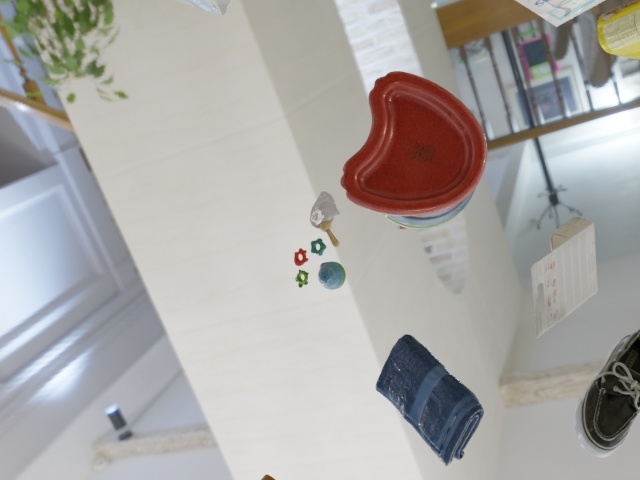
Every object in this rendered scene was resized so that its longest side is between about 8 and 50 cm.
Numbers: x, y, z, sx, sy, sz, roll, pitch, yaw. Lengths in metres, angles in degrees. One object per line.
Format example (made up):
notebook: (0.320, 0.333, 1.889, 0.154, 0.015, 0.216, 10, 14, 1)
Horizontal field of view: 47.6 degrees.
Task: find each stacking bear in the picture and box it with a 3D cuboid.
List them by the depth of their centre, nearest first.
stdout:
stacking bear: (0.130, -0.088, 1.008, 0.164, 0.176, 0.289, 19, 173, 6)

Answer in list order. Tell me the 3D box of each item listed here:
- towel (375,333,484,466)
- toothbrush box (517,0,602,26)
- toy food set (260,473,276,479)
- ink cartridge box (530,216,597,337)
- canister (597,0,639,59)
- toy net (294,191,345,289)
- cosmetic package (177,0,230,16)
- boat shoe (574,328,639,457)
towel: (0.097, 0.142, 0.666, 0.029, 0.067, 0.119, 10, -159, -32)
toothbrush box: (0.431, -0.542, 1.188, 0.126, 0.296, 0.216, 18, 155, -31)
toy food set: (-0.024, 0.407, 0.957, 0.232, 0.111, 0.104, 12, -130, 47)
ink cartridge box: (0.503, 0.076, 1.544, 0.224, 0.181, 0.056, -28, -151, -28)
canister: (0.521, -0.333, 1.086, 0.126, 0.073, 0.170, 1, 173, -29)
toy net: (0.000, 0.000, 1.723, 0.122, 0.232, 0.045, 4, -176, 31)
cosmetic package: (-0.090, -0.414, 0.560, 0.097, 0.377, 0.284, 24, 178, 22)
boat shoe: (0.617, 0.298, 1.472, 0.306, 0.113, 0.105, -43, 163, -32)
